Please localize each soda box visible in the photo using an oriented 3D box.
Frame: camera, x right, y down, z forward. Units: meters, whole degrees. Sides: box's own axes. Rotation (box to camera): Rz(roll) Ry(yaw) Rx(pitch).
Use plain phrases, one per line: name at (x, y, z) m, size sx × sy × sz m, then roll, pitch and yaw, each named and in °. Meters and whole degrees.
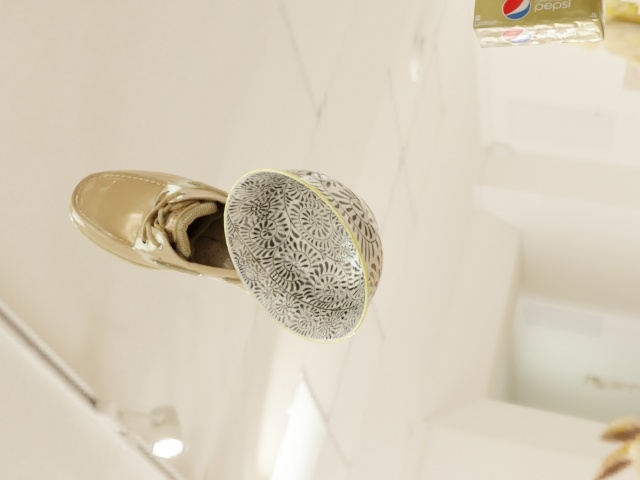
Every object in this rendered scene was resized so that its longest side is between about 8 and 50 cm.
soda box at (0.315, -0.321, 1.627) m, size 0.061 × 0.181 × 0.058 m, roll 48°, pitch -135°, yaw -61°

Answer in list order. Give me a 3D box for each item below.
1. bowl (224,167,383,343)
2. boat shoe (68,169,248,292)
bowl at (0.000, 0.000, 1.017) m, size 0.080 × 0.170 × 0.170 m, roll -33°, pitch -45°, yaw -40°
boat shoe at (-0.151, -0.020, 1.323) m, size 0.110 × 0.341 × 0.121 m, roll 54°, pitch -127°, yaw -70°
